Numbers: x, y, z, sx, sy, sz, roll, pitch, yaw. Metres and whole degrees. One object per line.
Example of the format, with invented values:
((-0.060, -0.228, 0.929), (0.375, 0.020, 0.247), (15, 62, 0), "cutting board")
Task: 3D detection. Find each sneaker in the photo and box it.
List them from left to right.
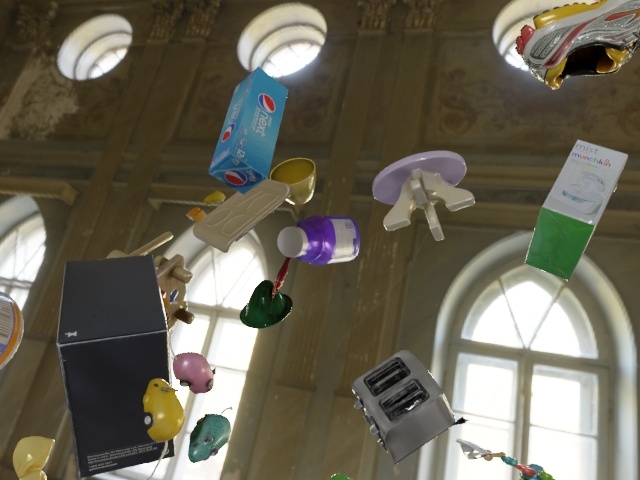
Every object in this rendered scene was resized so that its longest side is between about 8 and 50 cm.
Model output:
((0.362, -0.247, 0.651), (0.225, 0.093, 0.088), (-20, -27, 11), "sneaker")

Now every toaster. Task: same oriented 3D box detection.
((0.176, 0.340, 1.120), (0.110, 0.185, 0.168), (63, -6, -32), "toaster")

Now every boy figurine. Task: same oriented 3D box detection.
((-0.660, 0.604, 1.247), (0.092, 0.285, 0.177), (-2, -31, -27), "boy figurine")

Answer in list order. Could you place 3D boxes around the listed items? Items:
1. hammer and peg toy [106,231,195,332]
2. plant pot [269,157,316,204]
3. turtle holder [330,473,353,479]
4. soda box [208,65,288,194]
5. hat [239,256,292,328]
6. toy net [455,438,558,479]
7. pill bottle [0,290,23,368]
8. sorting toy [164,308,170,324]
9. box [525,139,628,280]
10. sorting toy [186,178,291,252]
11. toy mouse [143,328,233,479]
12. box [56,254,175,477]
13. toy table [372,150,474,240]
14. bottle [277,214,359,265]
((-0.465, 0.153, 1.502), (0.127, 0.266, 0.361), (26, -48, 19), "hammer and peg toy")
((-0.069, -0.161, 1.546), (0.134, 0.134, 0.095), (3, -47, 23), "plant pot")
((0.070, 0.615, 1.079), (0.243, 0.320, 0.227), (33, -21, 52), "turtle holder")
((-0.114, -0.182, 0.879), (0.071, 0.210, 0.067), (33, -41, -30), "soda box")
((-0.183, 0.146, 1.708), (0.173, 0.208, 0.184), (8, -55, 27), "hat")
((0.434, 0.535, 1.280), (0.232, 0.045, 0.122), (15, -5, 13), "toy net")
((-0.555, 0.100, 0.728), (0.152, 0.152, 0.272), (8, -21, 12), "pill bottle")
((-0.388, 0.204, 1.249), (0.042, 0.102, 0.061), (46, 6, -14), "sorting toy")
((0.629, -0.070, 1.329), (0.126, 0.231, 0.262), (24, -24, 24), "box")
((-0.226, -0.077, 1.396), (0.307, 0.229, 0.041), (20, -30, 53), "sorting toy")
((-0.128, 0.176, 0.581), (0.031, 0.161, 0.143), (-25, -31, 21), "toy mouse")
((-0.387, 0.224, 1.035), (0.182, 0.294, 0.296), (-6, 28, -20), "box")
((0.290, -0.128, 1.528), (0.274, 0.161, 0.252), (-26, -43, 25), "toy table")
((0.000, 0.000, 1.267), (0.092, 0.118, 0.283), (-4, 0, 28), "bottle")
